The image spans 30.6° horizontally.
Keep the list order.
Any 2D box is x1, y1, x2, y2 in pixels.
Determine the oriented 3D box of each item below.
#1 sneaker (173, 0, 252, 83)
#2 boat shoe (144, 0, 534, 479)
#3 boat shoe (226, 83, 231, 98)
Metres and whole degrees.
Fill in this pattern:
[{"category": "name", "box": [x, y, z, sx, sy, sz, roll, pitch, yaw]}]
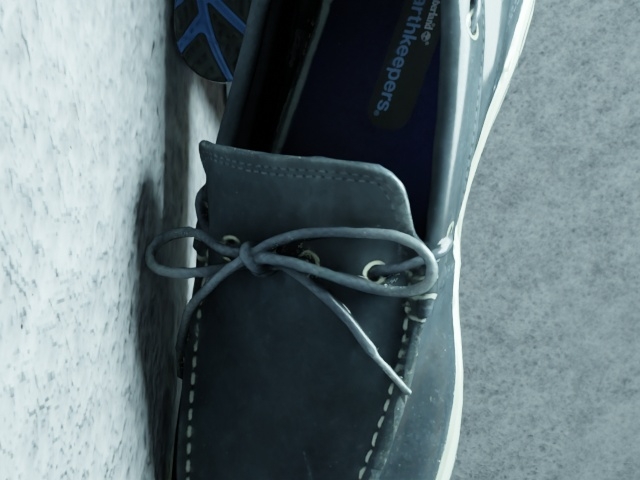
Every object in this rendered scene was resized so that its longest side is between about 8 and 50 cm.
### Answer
[{"category": "sneaker", "box": [-0.057, -0.203, 0.754, 0.081, 0.080, 0.211, 126, -26, -89]}, {"category": "boat shoe", "box": [0.000, 0.000, 0.661, 0.156, 0.187, 0.500, 25, 79, -60]}, {"category": "boat shoe", "box": [-0.027, -0.073, 0.992, 0.228, 0.076, 0.080, 83, 9, -50]}]
